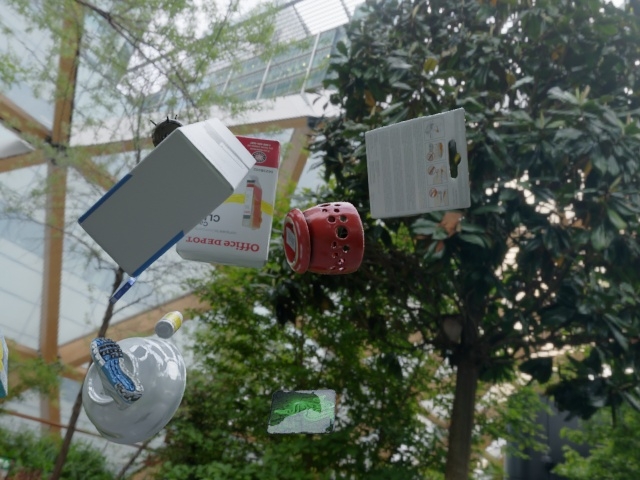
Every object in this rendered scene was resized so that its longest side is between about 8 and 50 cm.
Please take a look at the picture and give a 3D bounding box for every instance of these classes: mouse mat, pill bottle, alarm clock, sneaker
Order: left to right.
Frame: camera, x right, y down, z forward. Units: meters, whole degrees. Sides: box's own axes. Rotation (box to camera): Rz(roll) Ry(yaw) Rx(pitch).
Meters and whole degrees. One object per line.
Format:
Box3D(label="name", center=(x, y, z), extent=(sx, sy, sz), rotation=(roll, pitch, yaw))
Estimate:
Box3D(label="sneaker", center=(-0.495, 0.317, 1.181), extent=(0.083, 0.191, 0.071), rotation=(-49, -24, 26))
Box3D(label="pill bottle", center=(-0.496, 0.275, 1.655), extent=(0.065, 0.065, 0.116), rotation=(12, 12, 1))
Box3D(label="alarm clock", center=(-0.547, -0.364, 1.857), extent=(0.064, 0.129, 0.192), rotation=(6, -65, 54))
Box3D(label="mouse mat", center=(-0.052, 0.487, 1.433), extent=(0.189, 0.153, 0.007), rotation=(-2, -58, 4))

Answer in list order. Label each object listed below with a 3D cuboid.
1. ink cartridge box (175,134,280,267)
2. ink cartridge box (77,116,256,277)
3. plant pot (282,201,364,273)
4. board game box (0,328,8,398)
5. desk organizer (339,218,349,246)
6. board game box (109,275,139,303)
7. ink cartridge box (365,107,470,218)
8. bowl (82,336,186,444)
Box3D(label="ink cartridge box", center=(-0.281, -0.123, 1.574), extent=(0.279, 0.385, 0.160), rotation=(6, -11, -6))
Box3D(label="ink cartridge box", center=(-0.320, -0.121, 1.146), extent=(0.285, 0.395, 0.166), rotation=(-39, -77, 10))
Box3D(label="plant pot", center=(0.000, 0.000, 1.314), extent=(0.174, 0.191, 0.191), rotation=(-7, -23, -19))
Box3D(label="board game box", center=(-0.852, 0.191, 1.224), extent=(0.079, 0.336, 0.253), rotation=(-15, 23, -27))
Box3D(label="desk organizer", center=(0.118, -0.044, 2.125), extent=(0.050, 0.130, 0.047), rotation=(19, -26, -1))
Box3D(label="board game box", center=(-0.515, 0.115, 1.342), extent=(0.020, 0.090, 0.090), rotation=(43, -65, -16))
Box3D(label="ink cartridge box", center=(0.325, -0.240, 1.653), extent=(0.384, 0.309, 0.091), rotation=(-4, -1, 44))
Box3D(label="bowl", center=(-0.526, 0.381, 1.348), extent=(0.297, 0.298, 0.134), rotation=(2, -29, 20))
